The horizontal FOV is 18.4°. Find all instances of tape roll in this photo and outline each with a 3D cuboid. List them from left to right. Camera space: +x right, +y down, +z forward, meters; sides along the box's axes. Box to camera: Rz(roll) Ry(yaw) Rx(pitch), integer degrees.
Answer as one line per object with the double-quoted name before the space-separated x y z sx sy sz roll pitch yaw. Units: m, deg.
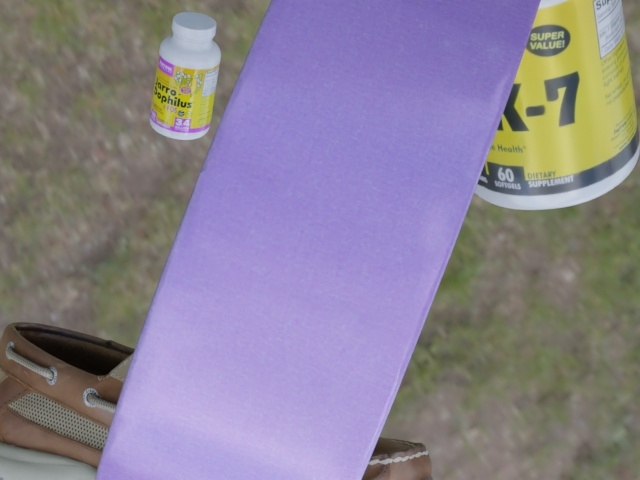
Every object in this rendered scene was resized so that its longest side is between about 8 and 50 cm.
"tape roll" 0.000 0.000 0.777 0.090 0.275 0.275 20 116 1

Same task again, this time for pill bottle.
"pill bottle" -0.093 -0.115 1.377 0.043 0.043 0.083 -3 122 -23
"pill bottle" 0.131 -0.134 1.243 0.119 0.119 0.208 -21 123 -11

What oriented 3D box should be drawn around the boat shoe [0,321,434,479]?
"boat shoe" -0.083 0.108 1.195 0.123 0.324 0.116 -2 96 -61
